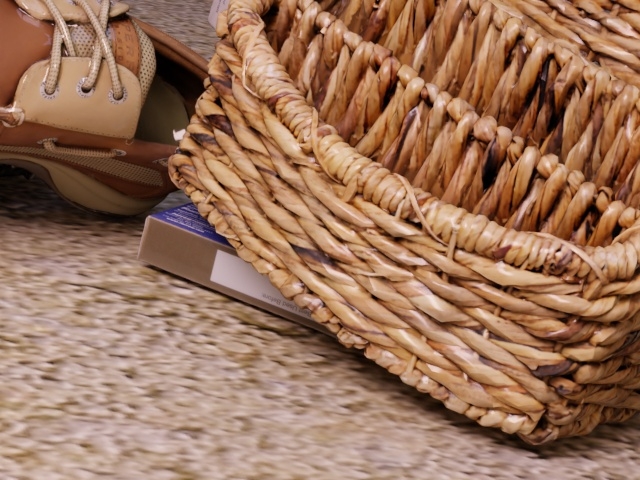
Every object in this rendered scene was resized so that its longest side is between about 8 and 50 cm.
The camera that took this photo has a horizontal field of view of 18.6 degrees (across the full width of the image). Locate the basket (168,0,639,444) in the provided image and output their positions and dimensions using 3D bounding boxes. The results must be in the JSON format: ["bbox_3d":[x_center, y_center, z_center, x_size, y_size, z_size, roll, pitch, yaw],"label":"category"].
[{"bbox_3d":[0.084,-0.062,1.074,0.299,0.223,0.213,38,24,28],"label":"basket"}]

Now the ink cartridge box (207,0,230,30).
[{"bbox_3d":[0.036,-0.152,1.559,0.160,0.092,0.219,-3,38,-36],"label":"ink cartridge box"}]

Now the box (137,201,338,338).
[{"bbox_3d":[0.000,0.000,1.225,0.136,0.036,0.225,21,20,19],"label":"box"}]

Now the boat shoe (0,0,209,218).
[{"bbox_3d":[-0.152,-0.101,1.120,0.120,0.122,0.324,-16,-17,27],"label":"boat shoe"}]

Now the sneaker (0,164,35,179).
[{"bbox_3d":[-0.214,-0.079,1.221,0.108,0.100,0.271,31,21,-2],"label":"sneaker"}]

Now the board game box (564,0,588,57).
[{"bbox_3d":[0.192,-0.327,2.109,0.141,0.232,0.291,6,18,-20],"label":"board game box"}]

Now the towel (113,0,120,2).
[{"bbox_3d":[-0.329,-0.244,1.756,0.282,0.049,0.187,24,18,35],"label":"towel"}]
